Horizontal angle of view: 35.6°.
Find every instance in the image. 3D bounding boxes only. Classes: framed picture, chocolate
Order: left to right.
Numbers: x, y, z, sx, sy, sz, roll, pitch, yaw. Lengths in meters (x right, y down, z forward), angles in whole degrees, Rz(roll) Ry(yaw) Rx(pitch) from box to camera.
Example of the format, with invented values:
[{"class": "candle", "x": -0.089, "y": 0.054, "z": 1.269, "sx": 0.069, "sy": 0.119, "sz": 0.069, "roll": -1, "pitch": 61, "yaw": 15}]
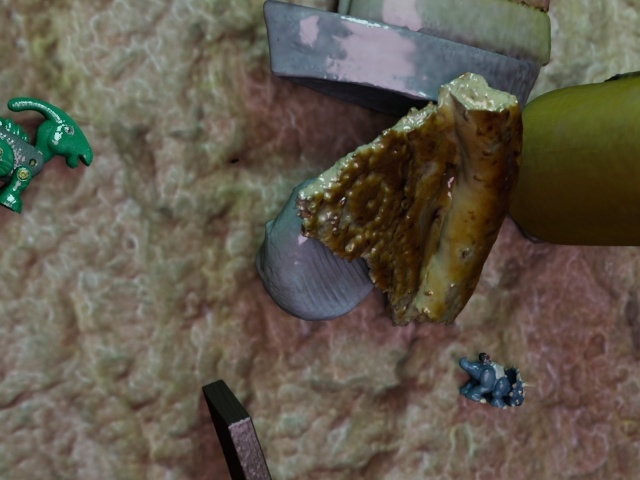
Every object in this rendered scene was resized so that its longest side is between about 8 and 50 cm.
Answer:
[{"class": "framed picture", "x": -0.058, "y": 0.216, "z": 0.876, "sx": 0.023, "sy": 0.128, "sz": 0.168, "roll": -20, "pitch": 101, "yaw": -14}, {"class": "chocolate", "x": 0.297, "y": -0.065, "z": 0.778, "sx": 0.162, "sy": 0.445, "sz": 0.162, "roll": -1, "pitch": 92, "yaw": -15}]

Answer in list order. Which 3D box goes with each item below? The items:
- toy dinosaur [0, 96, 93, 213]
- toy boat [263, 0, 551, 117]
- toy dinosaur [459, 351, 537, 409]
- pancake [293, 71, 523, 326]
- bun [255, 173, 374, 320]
[{"class": "toy dinosaur", "x": -0.260, "y": -0.081, "z": 0.828, "sx": 0.132, "sy": 0.059, "sz": 0.096, "roll": 36, "pitch": 78, "yaw": -25}, {"class": "toy boat", "x": 0.106, "y": -0.224, "z": 0.884, "sx": 0.276, "sy": 0.111, "sz": 0.293, "roll": 27, "pitch": 81, "yaw": -22}, {"class": "toy dinosaur", "x": 0.169, "y": 0.137, "z": 0.979, "sx": 0.083, "sy": 0.030, "sz": 0.047, "roll": 20, "pitch": 90, "yaw": -17}, {"class": "pancake", "x": 0.074, "y": -0.013, "z": 0.839, "sx": 0.245, "sy": 0.057, "sz": 0.266, "roll": -10, "pitch": 127, "yaw": -41}, {"class": "bun", "x": 0.000, "y": 0.000, "z": 0.884, "sx": 0.141, "sy": 0.083, "sz": 0.140, "roll": -26, "pitch": 135, "yaw": -29}]
